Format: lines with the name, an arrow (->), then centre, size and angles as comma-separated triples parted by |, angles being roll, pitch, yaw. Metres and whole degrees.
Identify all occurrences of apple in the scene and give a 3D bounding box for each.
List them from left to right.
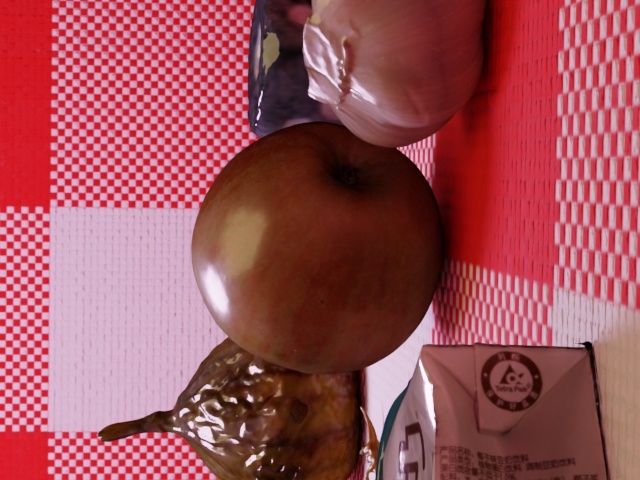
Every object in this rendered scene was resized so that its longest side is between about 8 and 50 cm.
apple -> 0.000, 0.000, 1.658 | 0.257, 0.257, 0.234 | -97, 21, -50

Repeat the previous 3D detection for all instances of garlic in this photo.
garlic -> 0.086, -0.180, 1.467 | 0.143, 0.178, 0.229 | 37, 153, 44

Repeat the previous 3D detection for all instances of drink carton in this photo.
drink carton -> 0.118, 0.252, 1.107 | 0.194, 0.132, 0.324 | 103, 168, -59

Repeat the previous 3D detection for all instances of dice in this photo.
dice -> 0.014, -0.207, 1.859 | 0.182, 0.183, 0.181 | 99, 171, -47

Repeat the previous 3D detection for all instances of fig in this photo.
fig -> -0.125, 0.254, 2.303 | 0.286, 0.369, 0.286 | 171, 90, -81

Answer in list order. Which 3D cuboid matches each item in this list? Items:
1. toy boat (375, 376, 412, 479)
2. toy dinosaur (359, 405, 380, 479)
toy boat -> 0.099, 0.208, 1.567 | 0.110, 0.091, 0.175 | 38, -129, -63
toy dinosaur -> 0.064, 0.260, 2.044 | 0.041, 0.026, 0.113 | 107, 154, -47
